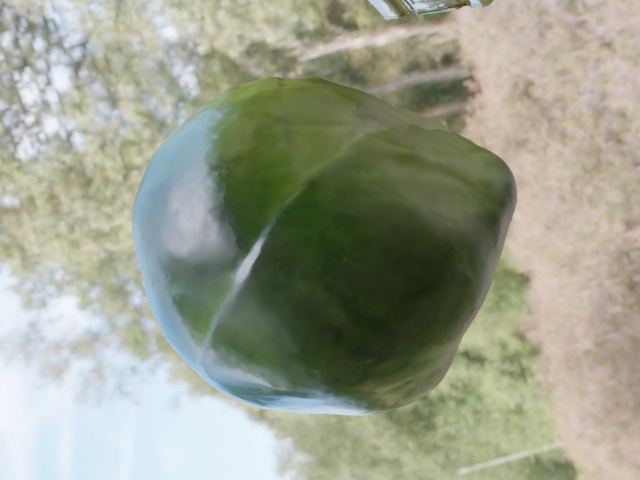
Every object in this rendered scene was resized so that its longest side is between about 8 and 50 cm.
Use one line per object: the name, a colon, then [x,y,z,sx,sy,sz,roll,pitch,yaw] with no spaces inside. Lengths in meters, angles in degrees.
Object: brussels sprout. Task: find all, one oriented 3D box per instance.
brussels sprout: [-0.003,0.002,0.509,0.155,0.155,0.117,-97,28,-60]

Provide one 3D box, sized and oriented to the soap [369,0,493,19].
soap: [0.050,-0.221,0.920,0.252,0.092,0.037,29,-118,-64]
